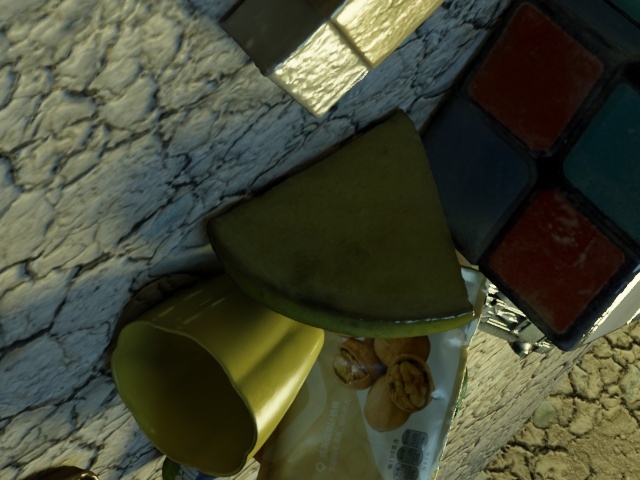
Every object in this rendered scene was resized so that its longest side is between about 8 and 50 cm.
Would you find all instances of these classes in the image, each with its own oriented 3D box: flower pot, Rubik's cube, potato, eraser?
[{"bbox_3d":[-0.097,0.127,1.362,0.179,0.195,0.195,-38,163,-44],"label":"flower pot"},{"bbox_3d":[0.339,-0.099,1.520,0.316,0.318,0.313,-15,145,-54],"label":"Rubik's cube"},{"bbox_3d":[0.000,0.000,1.339,0.255,0.269,0.112,-5,147,-17],"label":"potato"},{"bbox_3d":[0.079,-0.257,1.047,0.343,0.078,0.144,-44,160,6],"label":"eraser"}]

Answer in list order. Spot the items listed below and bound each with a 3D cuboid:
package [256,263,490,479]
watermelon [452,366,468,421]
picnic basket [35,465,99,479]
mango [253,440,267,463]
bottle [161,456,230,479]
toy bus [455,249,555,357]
[{"bbox_3d":[0.046,0.154,1.544,0.165,0.221,0.311,-159,-98,-71],"label":"package"},{"bbox_3d":[0.128,0.303,2.088,0.322,0.188,0.175,-34,140,-18],"label":"watermelon"},{"bbox_3d":[-0.340,0.445,1.454,0.254,0.291,0.321,-19,108,-49],"label":"picnic basket"},{"bbox_3d":[0.041,0.180,1.719,0.350,0.201,0.199,-52,-177,2],"label":"mango"},{"bbox_3d":[-0.118,0.215,1.613,0.093,0.093,0.330,-25,152,-41],"label":"bottle"},{"bbox_3d":[0.266,0.082,1.887,0.097,0.138,0.342,-41,145,22],"label":"toy bus"}]
